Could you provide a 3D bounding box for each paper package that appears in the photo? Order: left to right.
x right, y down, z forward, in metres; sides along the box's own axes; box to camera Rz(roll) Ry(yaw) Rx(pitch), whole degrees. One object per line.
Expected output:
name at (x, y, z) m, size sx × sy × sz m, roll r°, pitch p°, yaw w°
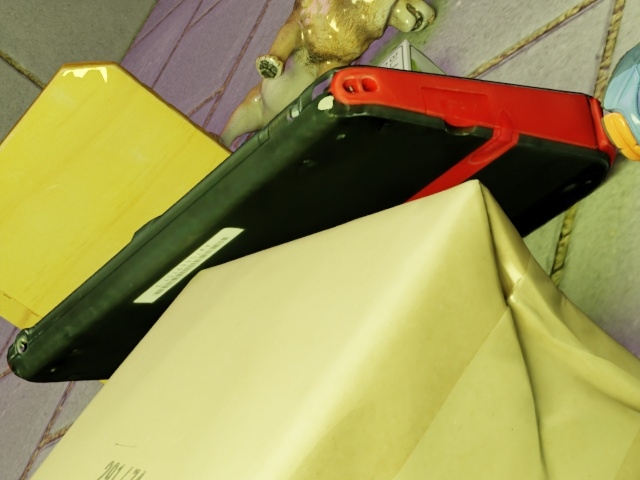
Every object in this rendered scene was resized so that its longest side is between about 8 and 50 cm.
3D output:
paper package at (-0.029, 0.150, 0.628) m, size 0.309 × 0.168 × 0.325 m, roll -54°, pitch 17°, yaw -25°

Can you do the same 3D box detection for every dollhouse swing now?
dollhouse swing at (-0.273, -0.032, 1.456) m, size 0.305 × 0.347 × 0.315 m, roll -54°, pitch 20°, yaw -3°

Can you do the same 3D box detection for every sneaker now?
sneaker at (0.281, -0.150, 0.872) m, size 0.087 × 0.083 × 0.221 m, roll 0°, pitch 59°, yaw 49°

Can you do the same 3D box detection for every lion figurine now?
lion figurine at (-0.030, -0.201, 1.528) m, size 0.392 × 0.142 × 0.240 m, roll -37°, pitch 17°, yaw 45°

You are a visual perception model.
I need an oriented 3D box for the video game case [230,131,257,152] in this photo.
video game case at (-0.061, -0.177, 1.722) m, size 0.157 × 0.019 × 0.143 m, roll -53°, pitch 20°, yaw 0°

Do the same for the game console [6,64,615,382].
game console at (0.000, 0.000, 0.904) m, size 0.386 × 0.342 × 0.060 m, roll -37°, pitch 63°, yaw 36°

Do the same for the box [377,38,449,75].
box at (0.021, -0.049, 1.228) m, size 0.290 × 0.087 × 0.169 m, roll -42°, pitch 23°, yaw 26°
